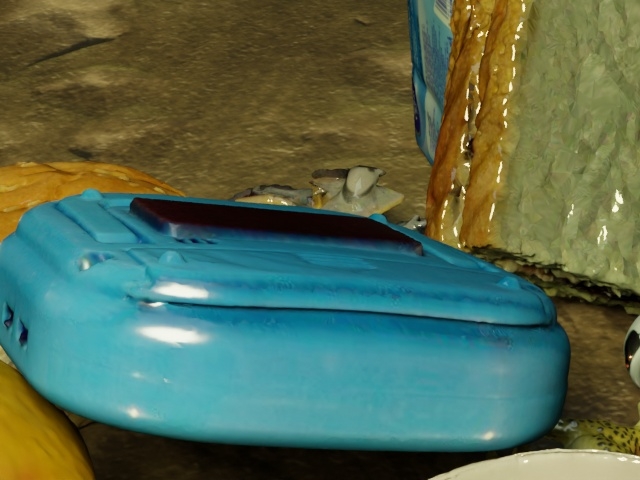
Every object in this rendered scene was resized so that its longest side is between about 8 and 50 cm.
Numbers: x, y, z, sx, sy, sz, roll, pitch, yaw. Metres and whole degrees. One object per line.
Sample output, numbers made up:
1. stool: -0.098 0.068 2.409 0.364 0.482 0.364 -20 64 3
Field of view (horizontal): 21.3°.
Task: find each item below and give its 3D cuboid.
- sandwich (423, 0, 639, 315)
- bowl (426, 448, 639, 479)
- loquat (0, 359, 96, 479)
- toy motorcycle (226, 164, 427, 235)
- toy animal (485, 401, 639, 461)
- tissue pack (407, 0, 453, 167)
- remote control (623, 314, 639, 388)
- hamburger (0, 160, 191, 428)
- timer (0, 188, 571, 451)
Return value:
1. sandwich: 0.246 -0.077 1.282 0.325 0.262 0.131 12 -7 -21
2. bowl: 0.140 0.255 0.908 0.287 0.144 0.287 -4 33 3
3. loquat: -0.249 0.179 0.983 0.276 0.276 0.284 3 31 12
4. toy motorcycle: 0.000 0.001 1.370 0.229 0.094 0.130 13 38 34
5. toy animal: 0.183 0.148 1.101 0.136 0.073 0.181 5 7 -1
6. tissue pack: 0.162 -0.175 1.449 0.146 0.263 0.198 -12 30 -10
7. remote control: 0.337 0.061 1.230 0.244 0.087 0.047 -9 51 -7
8. hamburger: -0.244 0.042 1.275 0.209 0.162 0.330 27 49 37
9. timer: -0.029 0.046 1.073 0.340 0.115 0.309 5 9 -22
